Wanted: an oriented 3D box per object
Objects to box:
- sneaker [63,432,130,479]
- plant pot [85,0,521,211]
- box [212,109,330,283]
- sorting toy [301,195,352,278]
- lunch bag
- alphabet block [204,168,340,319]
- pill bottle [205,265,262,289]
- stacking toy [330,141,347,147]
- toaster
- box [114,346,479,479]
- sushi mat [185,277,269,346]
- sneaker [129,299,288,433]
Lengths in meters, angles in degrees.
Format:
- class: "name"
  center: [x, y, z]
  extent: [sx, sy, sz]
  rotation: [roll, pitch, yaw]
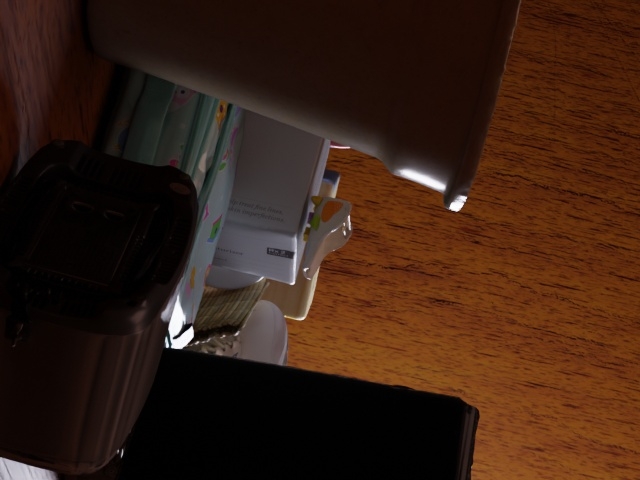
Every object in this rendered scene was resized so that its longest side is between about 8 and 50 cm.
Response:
- class: "sneaker"
  center: [-0.209, 0.192, 1.504]
  extent: [0.188, 0.071, 0.066]
  rotation: [102, 2, -56]
- class: "plant pot"
  center: [-0.006, -0.216, 1.186]
  extent: [0.334, 0.306, 0.333]
  rotation: [12, 90, -89]
- class: "box"
  center: [-0.091, -0.073, 1.620]
  extent: [0.119, 0.181, 0.182]
  rotation: [95, 9, -61]
- class: "sorting toy"
  center: [0.000, 0.000, 1.558]
  extent: [0.083, 0.045, 0.075]
  rotation: [83, 28, -75]
- class: "lunch bag"
  center: [-0.142, -0.039, 1.377]
  extent: [0.224, 0.108, 0.279]
  rotation: [100, 3, -70]
- class: "alphabet block"
  center: [-0.088, -0.015, 2.163]
  extent: [0.192, 0.193, 0.197]
  rotation: [-56, 159, -82]
- class: "pill bottle"
  center: [-0.093, -0.069, 1.895]
  extent: [0.301, 0.169, 0.169]
  rotation: [-75, 177, -59]
- class: "stacking toy"
  center: [0.039, -0.278, 1.858]
  extent: [0.309, 0.280, 0.130]
  rotation: [65, -6, -7]
- class: "toaster"
  center: [-0.160, 0.048, 1.009]
  extent: [0.227, 0.129, 0.146]
  rotation: [-78, -178, -57]
- class: "box"
  center: [-0.063, 0.434, 1.320]
  extent: [0.480, 0.297, 0.471]
  rotation: [-77, 175, -47]
- class: "sushi mat"
  center: [-0.144, 0.084, 1.741]
  extent: [0.316, 0.151, 0.019]
  rotation: [-66, 143, -82]
- class: "sneaker"
  center: [-0.137, 0.156, 1.797]
  extent: [0.297, 0.111, 0.129]
  rotation: [-44, 142, -39]
